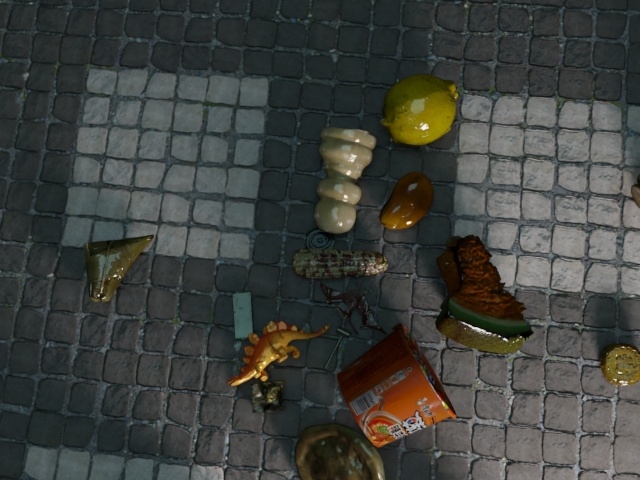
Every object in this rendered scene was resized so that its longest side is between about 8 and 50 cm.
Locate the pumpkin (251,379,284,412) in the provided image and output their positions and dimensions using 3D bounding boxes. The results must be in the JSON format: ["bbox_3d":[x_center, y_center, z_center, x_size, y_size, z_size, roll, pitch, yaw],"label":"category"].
[{"bbox_3d":[-0.126,0.379,1.945,0.083,0.054,0.074,-5,84,-2],"label":"pumpkin"}]

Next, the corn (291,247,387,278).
[{"bbox_3d":[0.047,0.054,1.987,0.237,0.079,0.079,-2,79,1],"label":"corn"}]

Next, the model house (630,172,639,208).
[{"bbox_3d":[0.868,-0.152,1.903,0.199,0.219,0.229,27,91,20],"label":"model house"}]

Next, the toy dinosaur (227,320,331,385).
[{"bbox_3d":[-0.115,0.254,1.960,0.288,0.070,0.117,-35,62,-14],"label":"toy dinosaur"}]

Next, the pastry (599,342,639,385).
[{"bbox_3d":[0.717,0.294,1.903,0.097,0.057,0.109,-35,78,-2],"label":"pastry"}]

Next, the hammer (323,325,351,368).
[{"bbox_3d":[0.036,0.266,1.976,0.035,0.019,0.110,27,87,9],"label":"hammer"}]

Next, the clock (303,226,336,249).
[{"bbox_3d":[0.000,0.000,2.031,0.083,0.010,0.074,-17,78,1],"label":"clock"}]

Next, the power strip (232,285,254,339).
[{"bbox_3d":[-0.193,0.181,2.004,0.051,0.019,0.136,-6,79,4],"label":"power strip"}]

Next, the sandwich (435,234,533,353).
[{"bbox_3d":[0.351,0.126,1.918,0.250,0.162,0.301,11,58,-28],"label":"sandwich"}]

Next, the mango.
[{"bbox_3d":[0.218,-0.095,2.002,0.105,0.084,0.159,37,104,-6],"label":"mango"}]

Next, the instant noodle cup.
[{"bbox_3d":[0.167,0.342,1.846,0.192,0.250,0.250,-31,79,5],"label":"instant noodle cup"}]

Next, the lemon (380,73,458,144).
[{"bbox_3d":[0.249,-0.328,1.997,0.206,0.173,0.173,-29,78,9],"label":"lemon"}]

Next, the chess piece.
[{"bbox_3d":[0.053,-0.145,2.001,0.143,0.143,0.260,8,84,5],"label":"chess piece"}]

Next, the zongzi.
[{"bbox_3d":[-0.501,0.073,2.022,0.176,0.078,0.160,-6,85,-6],"label":"zongzi"}]

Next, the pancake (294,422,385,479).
[{"bbox_3d":[0.039,0.524,1.857,0.236,0.042,0.222,25,115,27],"label":"pancake"}]

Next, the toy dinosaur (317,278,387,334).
[{"bbox_3d":[0.083,0.159,1.985,0.220,0.032,0.108,36,81,7],"label":"toy dinosaur"}]
